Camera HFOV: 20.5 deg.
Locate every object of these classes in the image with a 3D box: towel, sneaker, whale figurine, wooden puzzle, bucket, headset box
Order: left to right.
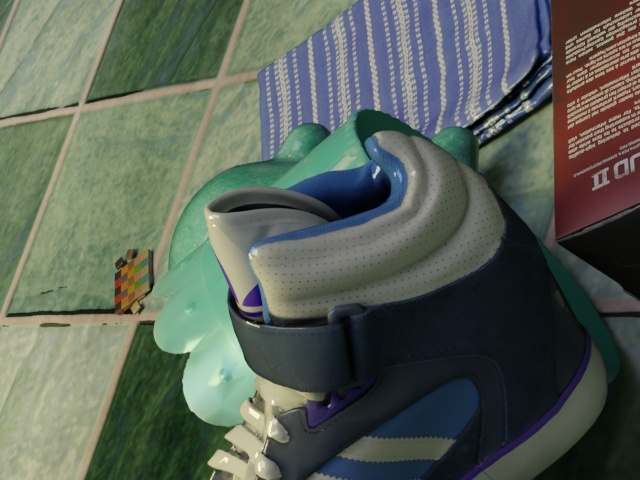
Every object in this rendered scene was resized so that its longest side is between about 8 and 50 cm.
[{"bbox_3d":[-0.177,0.039,1.674,0.049,0.006,0.083,-35,42,30],"label":"wooden puzzle"},{"bbox_3d":[-0.023,0.083,0.949,0.323,0.236,0.130,-38,26,3],"label":"sneaker"},{"bbox_3d":[0.000,0.000,1.356,0.272,0.141,0.216,-23,65,28],"label":"whale figurine"},{"bbox_3d":[0.049,0.060,1.160,0.183,0.281,0.281,-45,38,17],"label":"bucket"},{"bbox_3d":[0.063,-0.142,1.484,0.336,0.040,0.243,-34,42,32],"label":"towel"},{"bbox_3d":[0.244,-0.067,1.051,0.110,0.218,0.293,-27,46,38],"label":"headset box"}]
